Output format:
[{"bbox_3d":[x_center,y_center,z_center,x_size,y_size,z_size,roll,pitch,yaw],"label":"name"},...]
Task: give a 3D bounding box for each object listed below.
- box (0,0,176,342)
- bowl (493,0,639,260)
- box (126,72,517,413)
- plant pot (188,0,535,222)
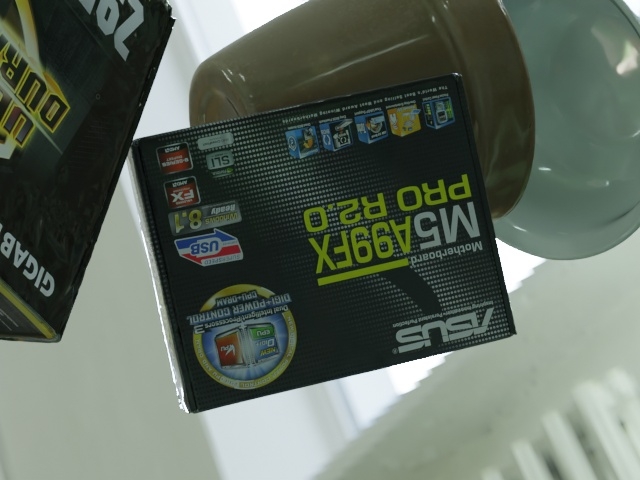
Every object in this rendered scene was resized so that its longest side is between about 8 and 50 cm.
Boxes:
[{"bbox_3d":[-0.219,-0.126,1.177,0.079,0.257,0.322,0,-31,26],"label":"box"},{"bbox_3d":[0.241,-0.138,1.868,0.134,0.298,0.298,-21,-27,-42],"label":"bowl"},{"bbox_3d":[0.000,0.000,1.553,0.270,0.216,0.060,-12,1,-12],"label":"box"},{"bbox_3d":[0.019,-0.113,1.692,0.229,0.263,0.263,-17,-32,-25],"label":"plant pot"}]
